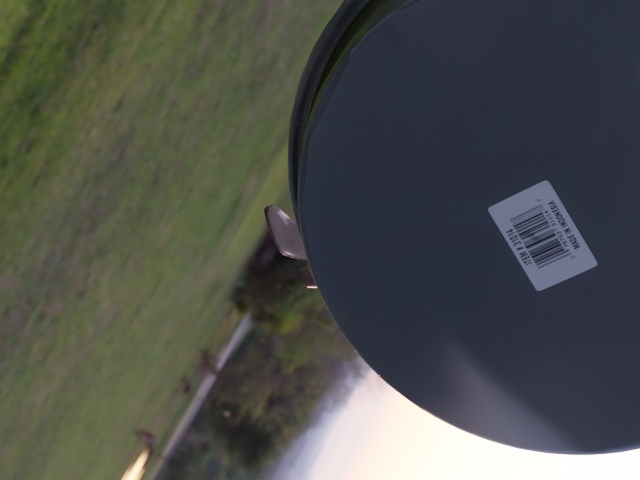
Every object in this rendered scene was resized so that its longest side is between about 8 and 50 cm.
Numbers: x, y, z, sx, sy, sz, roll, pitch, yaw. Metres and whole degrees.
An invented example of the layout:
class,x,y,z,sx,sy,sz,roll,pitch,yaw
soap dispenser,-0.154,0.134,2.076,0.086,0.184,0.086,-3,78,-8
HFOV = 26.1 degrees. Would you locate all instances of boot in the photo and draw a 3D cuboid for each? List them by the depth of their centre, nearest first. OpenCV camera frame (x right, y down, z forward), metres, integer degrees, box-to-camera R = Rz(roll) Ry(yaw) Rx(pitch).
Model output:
class,x,y,z,sx,sy,sz,roll,pitch,yaw
boot,0.000,0.000,1.517,0.087,0.118,0.042,-22,-164,34

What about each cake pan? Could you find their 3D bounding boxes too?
class,x,y,z,sx,sy,sz,roll,pitch,yaw
cake pan,0.116,-0.016,0.677,0.293,0.293,0.054,-63,175,29
